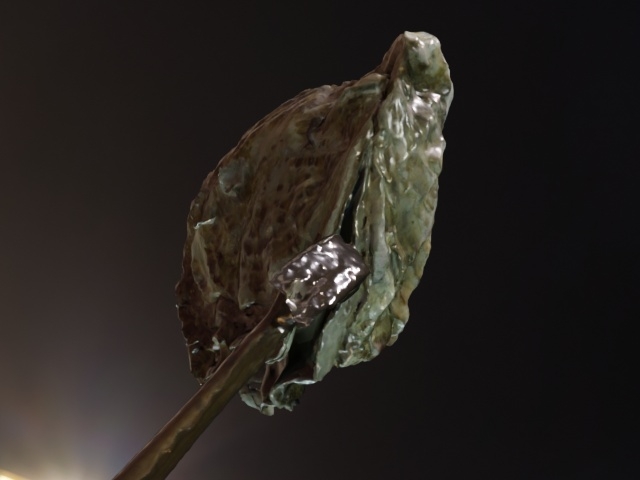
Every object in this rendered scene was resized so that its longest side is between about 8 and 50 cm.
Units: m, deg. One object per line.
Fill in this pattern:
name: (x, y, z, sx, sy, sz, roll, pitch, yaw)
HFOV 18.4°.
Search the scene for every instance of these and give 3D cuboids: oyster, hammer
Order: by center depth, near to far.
hammer: (-0.084, 0.112, 0.759, 0.297, 0.027, 0.125, -48, 176, -11)
oyster: (0.000, 0.000, 1.286, 0.268, 0.112, 0.198, -37, -125, 43)
